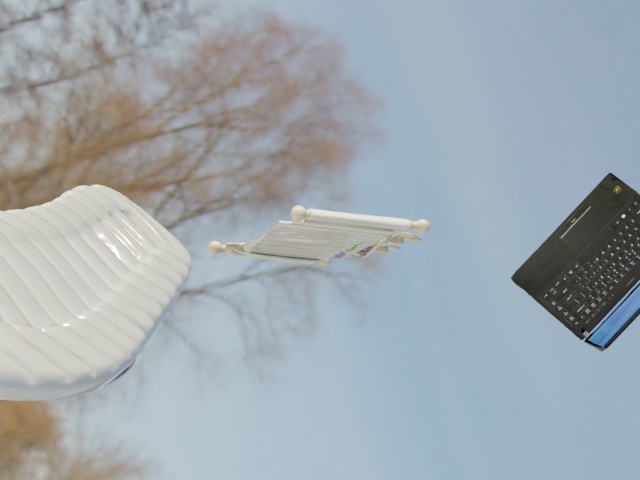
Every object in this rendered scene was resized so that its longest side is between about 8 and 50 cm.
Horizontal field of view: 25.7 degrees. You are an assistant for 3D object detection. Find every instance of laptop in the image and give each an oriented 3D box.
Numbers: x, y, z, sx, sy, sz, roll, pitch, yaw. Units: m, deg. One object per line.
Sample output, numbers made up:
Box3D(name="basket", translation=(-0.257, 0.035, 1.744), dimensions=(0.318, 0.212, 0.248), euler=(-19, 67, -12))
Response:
Box3D(name="laptop", translation=(0.429, 0.026, 2.095), dimensions=(0.264, 0.234, 0.136), euler=(44, 1, 37))

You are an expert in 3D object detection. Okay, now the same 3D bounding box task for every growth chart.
Box3D(name="growth chart", translation=(0.000, 0.000, 1.519), dimensions=(0.237, 0.172, 0.021), euler=(-22, -117, 61))

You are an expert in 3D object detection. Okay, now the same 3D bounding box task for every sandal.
Box3D(name="sandal", translation=(-0.204, 0.055, 1.034), dimensions=(0.169, 0.102, 0.416), euler=(39, 17, 8))
